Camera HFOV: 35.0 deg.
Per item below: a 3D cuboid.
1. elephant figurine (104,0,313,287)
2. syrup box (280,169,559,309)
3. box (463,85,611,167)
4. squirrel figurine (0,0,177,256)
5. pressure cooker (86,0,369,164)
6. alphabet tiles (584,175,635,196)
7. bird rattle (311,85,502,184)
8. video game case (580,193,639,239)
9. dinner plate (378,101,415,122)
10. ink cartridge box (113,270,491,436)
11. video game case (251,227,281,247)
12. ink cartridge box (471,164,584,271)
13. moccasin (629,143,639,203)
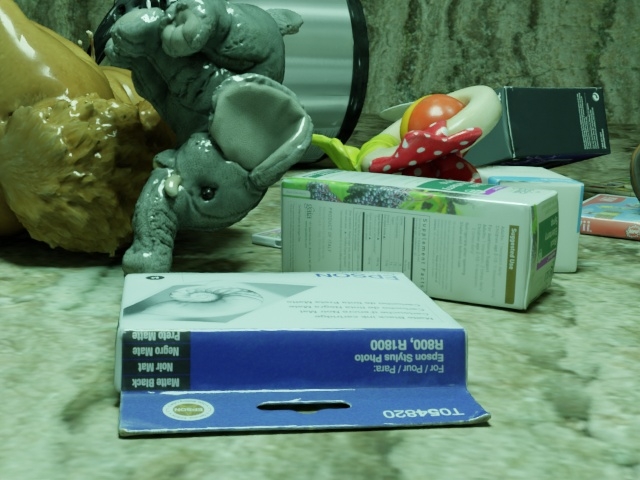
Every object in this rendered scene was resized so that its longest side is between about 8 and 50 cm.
[{"bbox_3d":[-0.091,-0.084,0.900,0.186,0.239,0.169,-19,-7,13],"label":"elephant figurine"},{"bbox_3d":[0.088,-0.006,0.922,0.237,0.096,0.093,6,13,26],"label":"syrup box"},{"bbox_3d":[0.252,-0.144,1.459,0.184,0.103,0.261,-2,-6,-31],"label":"box"},{"bbox_3d":[-0.247,-0.108,1.125,0.397,0.281,0.370,24,10,26],"label":"squirrel figurine"},{"bbox_3d":[-0.173,-0.300,1.670,0.420,0.370,0.375,-5,23,-28],"label":"pressure cooker"},{"bbox_3d":[0.556,-0.076,1.577,0.237,0.009,0.198,11,14,36],"label":"alphabet tiles"},{"bbox_3d":[0.103,-0.108,1.085,0.207,0.143,0.253,-41,9,-24],"label":"bird rattle"},{"bbox_3d":[0.457,-0.021,1.238,0.285,0.025,0.204,8,13,28],"label":"video game case"},{"bbox_3d":[0.157,-0.187,1.493,0.141,0.017,0.141,-8,-3,0],"label":"dinner plate"},{"bbox_3d":[-0.023,0.064,0.677,0.223,0.045,0.224,0,12,-11],"label":"ink cartridge box"},{"bbox_3d":[0.000,0.000,1.091,0.122,0.011,0.087,9,13,33],"label":"video game case"},{"bbox_3d":[0.203,-0.027,1.054,0.090,0.092,0.143,1,12,-6],"label":"ink cartridge box"},{"bbox_3d":[0.558,-0.108,1.182,0.380,0.139,0.147,-21,-5,20],"label":"moccasin"}]
